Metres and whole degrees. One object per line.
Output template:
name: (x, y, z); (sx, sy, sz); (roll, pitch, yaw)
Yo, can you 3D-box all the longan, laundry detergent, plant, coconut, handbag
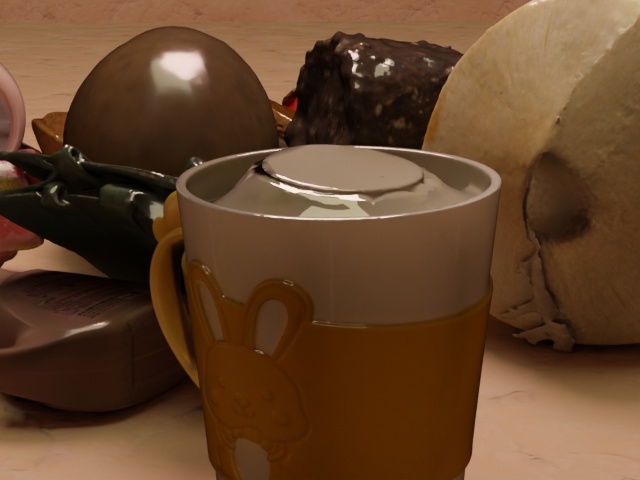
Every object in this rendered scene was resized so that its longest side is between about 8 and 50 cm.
longan: (-0.149, -0.085, 1.475); (0.215, 0.246, 0.246); (16, 16, 5)
laundry detergent: (-0.224, 0.068, 1.134); (0.237, 0.076, 0.171); (8, 15, 29)
plant: (0.113, -0.103, 1.517); (0.276, 0.188, 0.199); (12, 7, -24)
coconut: (0.238, -0.062, 1.254); (0.323, 0.323, 0.323); (0, 15, 0)
handbag: (-0.092, 0.004, 1.162); (0.247, 0.079, 0.260); (11, -14, 30)

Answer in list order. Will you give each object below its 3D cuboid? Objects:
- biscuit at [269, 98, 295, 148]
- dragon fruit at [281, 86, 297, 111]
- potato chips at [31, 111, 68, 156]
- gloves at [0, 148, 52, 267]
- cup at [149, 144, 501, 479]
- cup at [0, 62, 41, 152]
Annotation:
biscuit: (0.003, -0.098, 1.688); (0.208, 0.049, 0.181); (23, 8, -33)
dragon fruit: (0.012, -0.139, 1.851); (0.130, 0.121, 0.142); (17, -3, -13)
potato chips: (-0.255, -0.093, 1.757); (0.195, 0.062, 0.208); (8, 17, -44)
gloves: (-0.348, -0.011, 1.377); (0.241, 0.126, 0.145); (-25, 14, 16)
cup: (-0.010, 0.055, 0.902); (0.241, 0.226, 0.185); (11, 19, 39)
cup: (-0.430, -0.138, 1.769); (0.253, 0.191, 0.200); (31, -4, -39)
